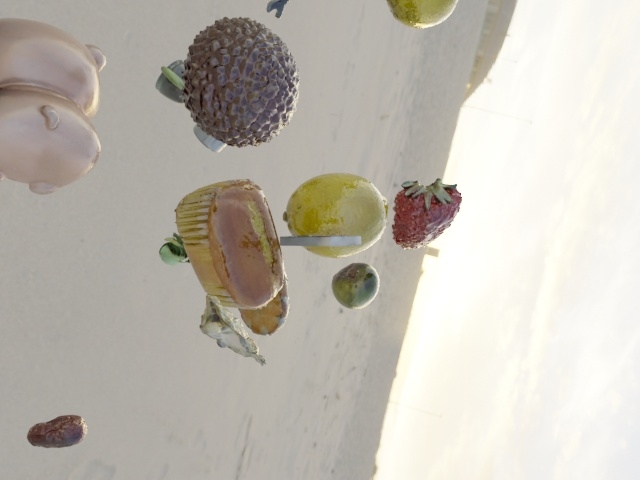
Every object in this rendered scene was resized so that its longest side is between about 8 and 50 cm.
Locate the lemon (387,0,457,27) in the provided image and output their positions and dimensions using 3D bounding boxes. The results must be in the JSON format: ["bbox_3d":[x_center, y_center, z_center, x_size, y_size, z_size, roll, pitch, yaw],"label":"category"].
[{"bbox_3d":[0.252,-0.608,1.289,0.206,0.173,0.174,-10,126,-34],"label":"lemon"}]

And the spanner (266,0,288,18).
[{"bbox_3d":[-0.047,-0.694,1.417,0.254,0.015,0.054,-44,140,3],"label":"spanner"}]

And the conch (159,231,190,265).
[{"bbox_3d":[-0.440,0.025,1.632,0.170,0.079,0.106,-3,-91,53],"label":"conch"}]

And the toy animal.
[{"bbox_3d":[-0.429,-0.200,0.781,0.210,0.221,0.230,11,113,-42],"label":"toy animal"}]

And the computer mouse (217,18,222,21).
[{"bbox_3d":[-0.245,-0.505,1.440,0.102,0.044,0.199,98,-22,-71],"label":"computer mouse"}]

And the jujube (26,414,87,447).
[{"bbox_3d":[-0.621,0.452,1.251,0.077,0.129,0.077,176,-90,-80],"label":"jujube"}]

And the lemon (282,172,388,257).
[{"bbox_3d":[0.042,-0.067,1.415,0.236,0.263,0.236,54,25,-41],"label":"lemon"}]

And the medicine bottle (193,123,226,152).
[{"bbox_3d":[-0.230,-0.421,1.591,0.352,0.110,0.110,-43,-177,14],"label":"medicine bottle"}]

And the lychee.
[{"bbox_3d":[-0.124,-0.225,0.782,0.188,0.188,0.188,15,90,-84],"label":"lychee"}]

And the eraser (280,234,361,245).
[{"bbox_3d":[0.000,0.000,1.150,0.103,0.150,0.023,-2,92,-48],"label":"eraser"}]

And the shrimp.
[{"bbox_3d":[-0.161,0.088,1.361,0.062,0.164,0.317,12,67,-63],"label":"shrimp"}]

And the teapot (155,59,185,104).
[{"bbox_3d":[-0.332,-0.358,1.240,0.092,0.091,0.124,-46,-175,28],"label":"teapot"}]

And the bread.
[{"bbox_3d":[-0.180,0.011,1.164,0.204,0.156,0.288,-28,107,-50],"label":"bread"}]

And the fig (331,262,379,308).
[{"bbox_3d":[0.129,0.175,1.962,0.191,0.180,0.181,71,31,-50],"label":"fig"}]

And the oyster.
[{"bbox_3d":[-0.144,0.157,0.849,0.121,0.146,0.045,-43,-162,48],"label":"oyster"}]

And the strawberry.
[{"bbox_3d":[0.365,-0.056,1.802,0.138,0.233,0.306,-101,-172,-50],"label":"strawberry"}]
